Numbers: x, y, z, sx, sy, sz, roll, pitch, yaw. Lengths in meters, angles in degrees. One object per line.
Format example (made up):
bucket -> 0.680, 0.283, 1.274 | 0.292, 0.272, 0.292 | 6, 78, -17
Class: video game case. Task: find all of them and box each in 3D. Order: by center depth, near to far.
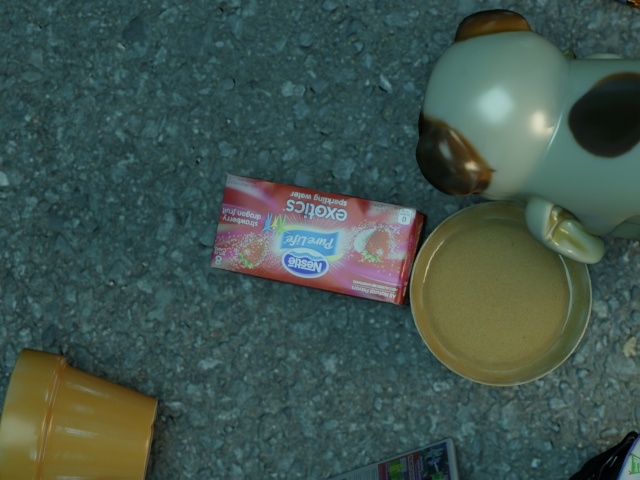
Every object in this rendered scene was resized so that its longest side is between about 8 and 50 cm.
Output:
video game case -> 0.090, 0.337, 1.806 | 0.183, 0.201, 0.023 | -20, 113, 10

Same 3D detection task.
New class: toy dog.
toy dog -> 0.311, -0.106, 1.674 | 0.408, 0.395, 0.284 | 17, 87, 14

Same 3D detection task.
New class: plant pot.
plant pot -> 0.229, 0.068, 1.843 | 0.236, 0.032, 0.236 | 0, 85, -5
plant pot -> -0.317, 0.257, 1.897 | 0.188, 0.205, 0.205 | 9, 89, -4

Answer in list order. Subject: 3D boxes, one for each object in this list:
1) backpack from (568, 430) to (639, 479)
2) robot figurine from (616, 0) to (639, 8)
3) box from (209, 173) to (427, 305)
backpack -> 0.372, 0.368, 1.717 | 0.213, 0.276, 0.263 | 22, 85, 7
robot figurine -> 0.473, -0.377, 1.820 | 0.291, 0.085, 0.211 | 9, 89, 12
box -> 0.000, 0.000, 1.873 | 0.257, 0.122, 0.128 | 11, 90, 12
